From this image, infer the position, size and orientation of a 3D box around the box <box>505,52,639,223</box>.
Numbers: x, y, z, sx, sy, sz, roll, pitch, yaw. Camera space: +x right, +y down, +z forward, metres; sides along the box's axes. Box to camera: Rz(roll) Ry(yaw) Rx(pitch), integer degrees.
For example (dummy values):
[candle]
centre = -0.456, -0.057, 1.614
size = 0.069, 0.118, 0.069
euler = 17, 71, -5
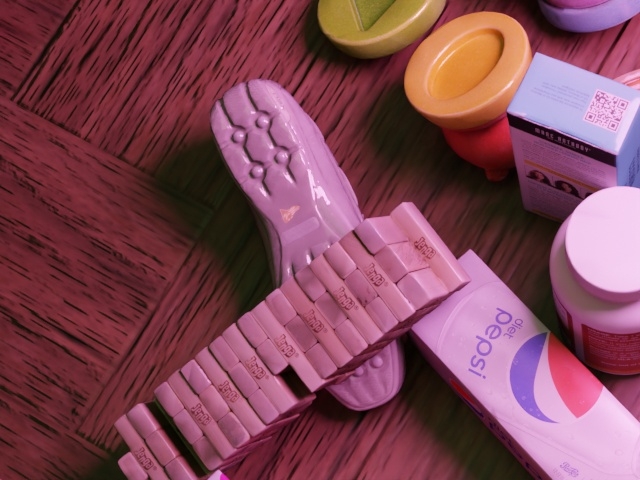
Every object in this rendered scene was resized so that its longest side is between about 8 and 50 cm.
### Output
[box]
centre = 0.225, -0.074, 1.609
size = 0.100, 0.244, 0.060
euler = 23, 77, 16

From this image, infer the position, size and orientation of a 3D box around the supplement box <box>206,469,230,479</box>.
[supplement box]
centre = -0.120, 0.321, 1.602
size = 0.220, 0.114, 0.111
euler = -45, 71, -9

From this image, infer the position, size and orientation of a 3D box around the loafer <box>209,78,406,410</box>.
[loafer]
centre = 0.000, 0.000, 1.696
size = 0.112, 0.111, 0.319
euler = -22, 86, 18

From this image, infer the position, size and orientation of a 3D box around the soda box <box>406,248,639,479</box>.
[soda box]
centre = 0.196, 0.146, 1.618
size = 0.091, 0.098, 0.286
euler = -41, 69, -6

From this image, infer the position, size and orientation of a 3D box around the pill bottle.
[pill bottle]
centre = 0.258, 0.033, 1.582
size = 0.121, 0.216, 0.121
euler = -3, 71, 8

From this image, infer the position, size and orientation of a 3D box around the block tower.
[block tower]
centre = -0.033, 0.103, 1.604
size = 0.335, 0.097, 0.091
euler = -40, 80, 16

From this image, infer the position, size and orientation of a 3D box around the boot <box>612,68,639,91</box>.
[boot]
centre = 0.339, -0.074, 1.643
size = 0.197, 0.073, 0.152
euler = 2, 66, -26

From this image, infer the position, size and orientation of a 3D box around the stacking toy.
[stacking toy]
centre = 0.167, -0.221, 1.772
size = 0.309, 0.130, 0.279
euler = -49, 45, -12
